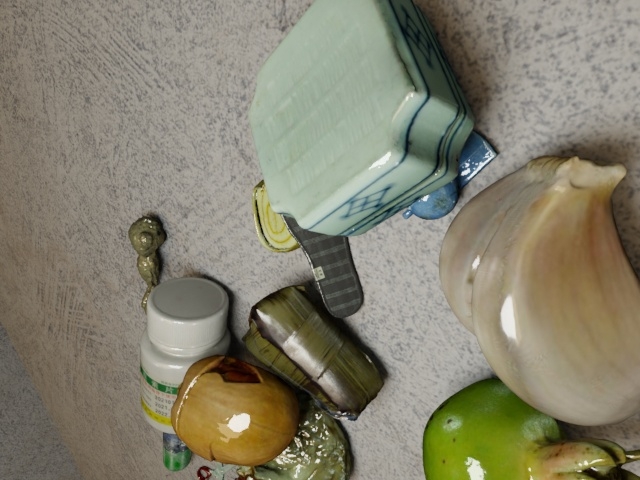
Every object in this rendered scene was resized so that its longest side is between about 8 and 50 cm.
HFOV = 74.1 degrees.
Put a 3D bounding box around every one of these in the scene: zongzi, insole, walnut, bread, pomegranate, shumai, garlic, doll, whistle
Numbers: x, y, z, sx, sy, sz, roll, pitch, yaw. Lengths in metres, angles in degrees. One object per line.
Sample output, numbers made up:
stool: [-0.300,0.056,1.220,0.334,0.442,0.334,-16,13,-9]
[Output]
zongzi: [-0.045,0.249,0.879,0.286,0.138,0.300,47,142,3]
insole: [0.000,0.000,0.770,0.110,0.012,0.310,-19,101,-5]
walnut: [-0.181,0.339,0.849,0.297,0.203,0.203,1,108,28]
bread: [-0.072,-0.054,0.813,0.117,0.064,0.156,6,109,30]
pomegranate: [0.277,0.313,0.578,0.236,0.236,0.302,55,156,6]
shumai: [-0.069,0.483,0.917,0.256,0.218,0.189,55,141,7]
garlic: [0.297,0.082,0.552,0.340,0.246,0.231,50,174,-9]
doll: [-0.452,0.076,1.124,0.202,0.091,0.286,-163,71,-67]
whistle: [0.172,-0.083,0.611,0.090,0.090,0.158,49,128,11]

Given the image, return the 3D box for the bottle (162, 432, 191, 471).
bottle: [-0.427,0.559,1.280,0.093,0.093,0.330,27,121,26]

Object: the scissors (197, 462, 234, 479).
scissors: [-0.308,0.709,1.301,0.144,0.017,0.248,36,123,19]

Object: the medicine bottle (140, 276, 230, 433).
medicine bottle: [-0.326,0.274,1.026,0.208,0.208,0.340,26,121,26]

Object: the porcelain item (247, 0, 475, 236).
porcelain item: [0.043,-0.167,0.588,0.286,0.157,0.282,-35,64,38]
